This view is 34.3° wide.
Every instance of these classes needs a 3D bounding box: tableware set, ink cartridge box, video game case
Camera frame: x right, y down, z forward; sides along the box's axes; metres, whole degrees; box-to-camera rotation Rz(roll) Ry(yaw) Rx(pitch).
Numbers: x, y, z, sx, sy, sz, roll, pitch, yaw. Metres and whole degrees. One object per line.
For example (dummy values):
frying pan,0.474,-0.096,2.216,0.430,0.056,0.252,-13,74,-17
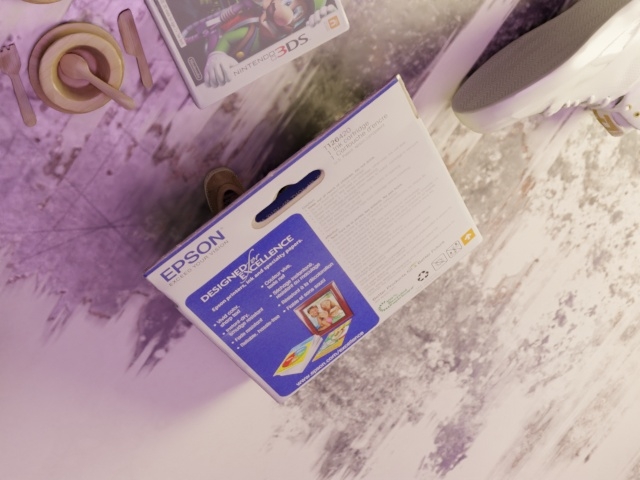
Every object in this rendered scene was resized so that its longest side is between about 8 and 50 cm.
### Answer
tableware set,-0.227,-0.195,0.912,0.128,0.039,0.194,-22,124,-14
ink cartridge box,0.000,0.000,1.078,0.303,0.072,0.307,-38,138,-1
video game case,-0.078,-0.241,0.971,0.173,0.022,0.190,-30,126,-8

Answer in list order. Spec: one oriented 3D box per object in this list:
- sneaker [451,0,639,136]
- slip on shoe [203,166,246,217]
sneaker,0.293,-0.163,1.143,0.292,0.108,0.169,-34,123,-7
slip on shoe,-0.082,-0.014,1.082,0.051,0.041,0.135,-25,125,-12
